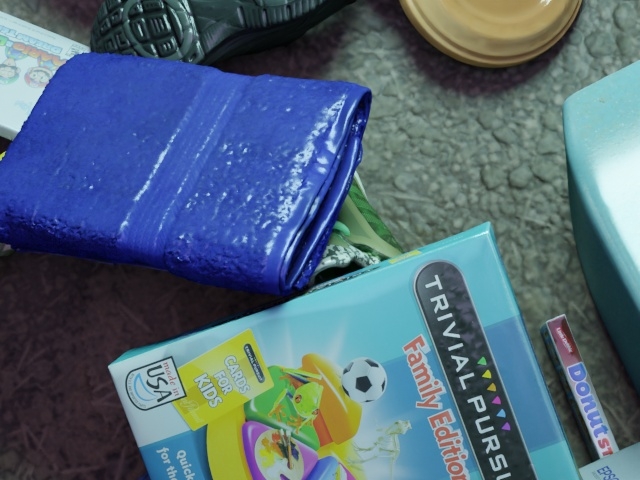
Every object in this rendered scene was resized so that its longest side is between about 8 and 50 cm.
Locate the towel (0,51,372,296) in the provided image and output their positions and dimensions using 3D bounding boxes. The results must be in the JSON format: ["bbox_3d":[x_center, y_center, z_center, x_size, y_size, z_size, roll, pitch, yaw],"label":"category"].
[{"bbox_3d":[-0.124,-0.058,1.439,0.308,0.076,0.228,10,53,21],"label":"towel"}]

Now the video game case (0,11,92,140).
[{"bbox_3d":[-0.319,-0.167,1.569,0.157,0.019,0.143,22,47,5],"label":"video game case"}]

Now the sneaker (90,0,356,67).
[{"bbox_3d":[-0.085,-0.210,1.565,0.286,0.130,0.109,-14,83,22],"label":"sneaker"}]

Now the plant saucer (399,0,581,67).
[{"bbox_3d":[0.166,-0.266,1.567,0.200,0.037,0.200,2,84,-16],"label":"plant saucer"}]

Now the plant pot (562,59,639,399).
[{"bbox_3d":[0.339,-0.033,1.466,0.247,0.248,0.252,-28,64,-2],"label":"plant pot"}]

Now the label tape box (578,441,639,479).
[{"bbox_3d":[0.257,0.334,1.438,0.347,0.115,0.249,-22,103,0],"label":"label tape box"}]

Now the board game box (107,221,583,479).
[{"bbox_3d":[0.026,0.161,1.368,0.336,0.079,0.254,-20,93,8],"label":"board game box"}]

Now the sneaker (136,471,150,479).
[{"bbox_3d":[-0.038,0.232,1.489,0.296,0.131,0.112,-6,84,2],"label":"sneaker"}]

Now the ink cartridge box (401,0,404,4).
[{"bbox_3d":[0.060,-0.363,1.589,0.181,0.056,0.225,-45,105,-20],"label":"ink cartridge box"}]

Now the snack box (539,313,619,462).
[{"bbox_3d":[0.247,0.157,1.522,0.022,0.064,0.178,-21,82,0],"label":"snack box"}]

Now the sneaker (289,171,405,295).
[{"bbox_3d":[0.000,0.000,1.493,0.158,0.182,0.410,-41,82,-4],"label":"sneaker"}]

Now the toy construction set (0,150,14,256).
[{"bbox_3d":[-0.406,0.008,1.532,0.215,0.151,0.327,45,75,7],"label":"toy construction set"}]
